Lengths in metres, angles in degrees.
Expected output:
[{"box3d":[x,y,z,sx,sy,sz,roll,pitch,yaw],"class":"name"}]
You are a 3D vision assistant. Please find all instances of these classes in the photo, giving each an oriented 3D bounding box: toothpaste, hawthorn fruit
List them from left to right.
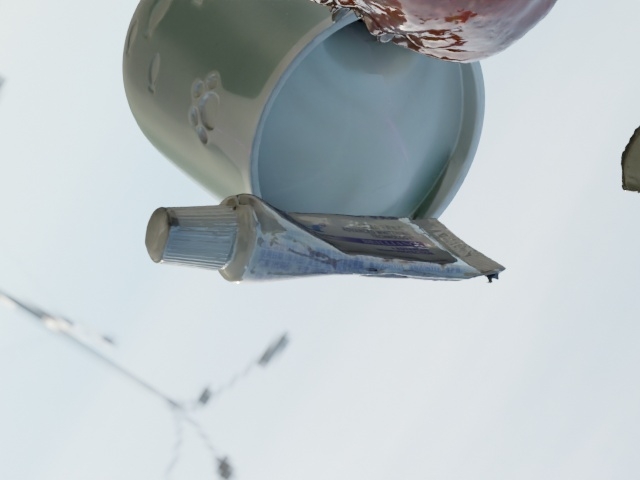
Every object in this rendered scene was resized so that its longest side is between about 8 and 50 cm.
[{"box3d":[0.001,0.002,1.462,0.068,0.282,0.099,-56,-137,43],"class":"toothpaste"},{"box3d":[0.080,-0.263,1.287,0.271,0.242,0.242,-65,-166,8],"class":"hawthorn fruit"}]

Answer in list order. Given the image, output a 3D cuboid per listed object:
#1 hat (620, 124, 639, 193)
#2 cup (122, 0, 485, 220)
[{"box3d":[0.265,-0.018,1.155,0.147,0.175,0.085,-74,172,-55],"class":"hat"},{"box3d":[-0.002,-0.184,1.788,0.274,0.259,0.356,34,-92,45],"class":"cup"}]
